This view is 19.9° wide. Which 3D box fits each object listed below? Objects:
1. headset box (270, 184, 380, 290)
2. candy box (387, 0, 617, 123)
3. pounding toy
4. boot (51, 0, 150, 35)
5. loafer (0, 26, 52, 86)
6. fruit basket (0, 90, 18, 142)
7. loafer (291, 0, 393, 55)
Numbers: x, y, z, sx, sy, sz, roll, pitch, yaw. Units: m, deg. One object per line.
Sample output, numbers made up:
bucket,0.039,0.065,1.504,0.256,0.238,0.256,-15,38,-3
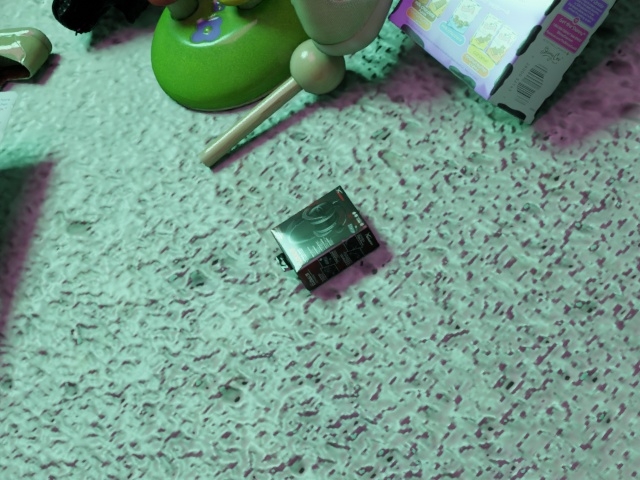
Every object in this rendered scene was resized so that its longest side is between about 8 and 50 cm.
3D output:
headset box,0.000,0.000,1.597,0.083,0.032,0.062,-32,47,0
candy box,0.176,-0.230,1.613,0.196,0.070,0.165,-55,45,13
pounding toy,-0.092,-0.212,1.760,0.183,0.110,0.237,-30,46,4
boot,-0.171,-0.334,1.896,0.246,0.094,0.207,-27,42,24
loafer,-0.354,-0.190,1.917,0.148,0.056,0.050,-9,45,22
fruit basket,-0.474,0.007,1.760,0.327,0.165,0.353,-3,47,19
loafer,0.040,-0.303,1.672,0.102,0.092,0.268,4,71,33
